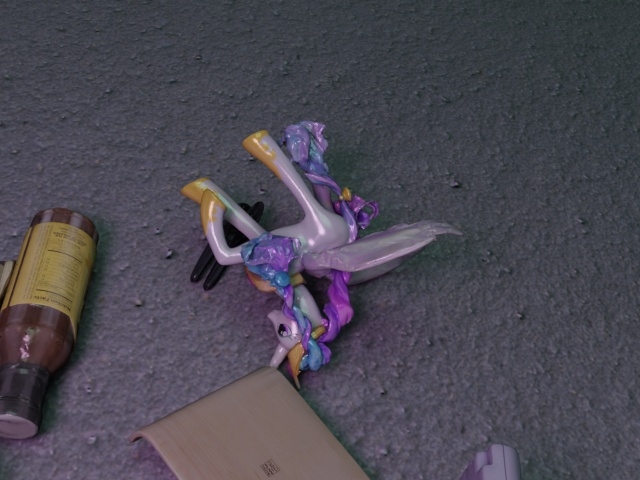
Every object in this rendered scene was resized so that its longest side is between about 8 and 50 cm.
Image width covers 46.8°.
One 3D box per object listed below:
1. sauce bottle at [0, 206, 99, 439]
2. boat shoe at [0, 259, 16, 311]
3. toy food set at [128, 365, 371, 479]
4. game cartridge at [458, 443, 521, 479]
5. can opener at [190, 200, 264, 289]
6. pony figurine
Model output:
[{"bbox_3d":[-0.399,0.110,1.050,0.112,0.111,0.344,7,50,-7],"label":"sauce bottle"},{"bbox_3d":[-0.485,0.090,1.089,0.049,0.056,0.152,2,39,-5],"label":"boat shoe"},{"bbox_3d":[-0.077,0.320,0.967,0.220,0.092,0.306,-21,57,-42],"label":"toy food set"},{"bbox_3d":[0.167,0.380,0.818,0.060,0.294,0.196,10,49,1],"label":"game cartridge"},{"bbox_3d":[-0.160,0.004,1.235,0.059,0.073,0.186,32,59,5],"label":"can opener"},{"bbox_3d":[0.000,0.000,1.135,0.351,0.303,0.363,-29,82,-5],"label":"pony figurine"}]
